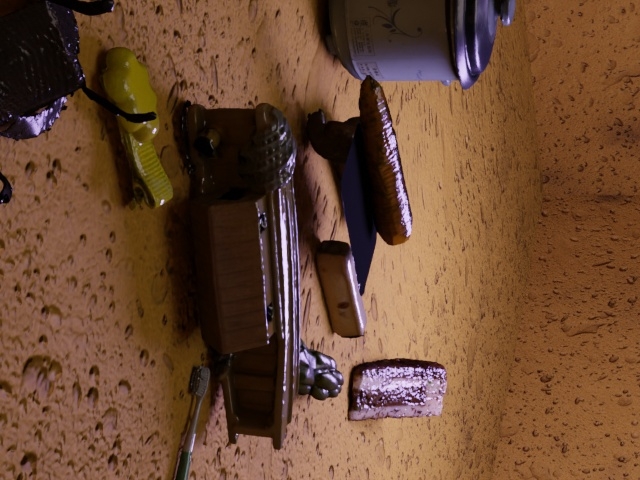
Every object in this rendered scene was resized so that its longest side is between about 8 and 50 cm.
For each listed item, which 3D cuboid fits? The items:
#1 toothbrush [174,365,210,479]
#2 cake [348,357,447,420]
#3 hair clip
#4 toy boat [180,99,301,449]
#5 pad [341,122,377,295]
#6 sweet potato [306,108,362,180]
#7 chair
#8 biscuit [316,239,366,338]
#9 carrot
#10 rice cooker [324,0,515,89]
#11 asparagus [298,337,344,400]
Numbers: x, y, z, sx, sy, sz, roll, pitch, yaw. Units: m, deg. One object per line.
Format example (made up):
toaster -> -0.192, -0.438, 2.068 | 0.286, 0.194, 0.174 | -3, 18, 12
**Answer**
toothbrush -> -0.166, 0.278, 1.228 | 0.024, 0.018, 0.257 | 42, 53, -61
cake -> 0.155, 0.286, 1.928 | 0.246, 0.135, 0.112 | 12, 82, -69
hair clip -> -0.196, -0.118, 1.067 | 0.072, 0.046, 0.173 | -51, 137, -64
toy boat -> -0.088, 0.047, 1.248 | 0.162, 0.136, 0.445 | -50, 139, -65
pad -> 0.021, 0.006, 1.527 | 0.323, 0.055, 0.250 | -51, 145, -36
sweet potato -> 0.061, -0.137, 1.686 | 0.124, 0.098, 0.310 | -57, 151, -17
chair -> -0.250, -0.159, 0.866 | 0.213, 0.149, 0.174 | 50, -17, 51
biscuit -> 0.039, 0.084, 1.704 | 0.052, 0.056, 0.188 | -64, 148, -46
carrot -> 0.095, -0.122, 1.567 | 0.066, 0.066, 0.314 | -68, 152, -43
rice cooker -> 0.171, -0.387, 1.665 | 0.316, 0.317, 0.264 | 72, 29, -43
asparagus -> -0.018, 0.196, 1.536 | 0.287, 0.080, 0.080 | 52, 44, -61
